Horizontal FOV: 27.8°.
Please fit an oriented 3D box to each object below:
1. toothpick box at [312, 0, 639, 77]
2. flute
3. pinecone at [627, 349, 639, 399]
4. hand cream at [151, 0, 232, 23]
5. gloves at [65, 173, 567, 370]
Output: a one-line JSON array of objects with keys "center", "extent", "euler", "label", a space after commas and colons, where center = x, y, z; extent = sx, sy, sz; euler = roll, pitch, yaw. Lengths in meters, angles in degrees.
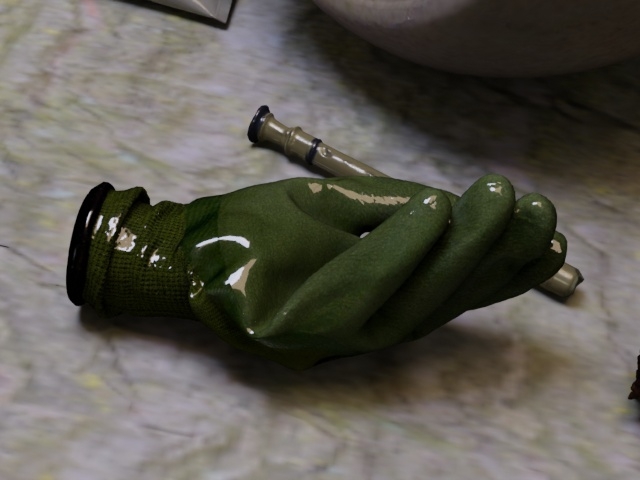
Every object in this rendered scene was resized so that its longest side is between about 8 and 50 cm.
[{"center": [0.184, -0.315, 0.864], "extent": [0.425, 0.409, 0.409], "euler": [-23, 52, -37], "label": "toothpick box"}, {"center": [0.056, -0.024, 0.803], "extent": [0.233, 0.027, 0.027], "euler": [29, 46, 18], "label": "flute"}, {"center": [0.211, 0.074, 0.698], "extent": [0.083, 0.077, 0.077], "euler": [37, 48, 13], "label": "pinecone"}, {"center": [-0.151, -0.211, 0.946], "extent": [0.186, 0.054, 0.087], "euler": [15, 47, -5], "label": "hand cream"}, {"center": [-0.003, 0.011, 0.698], "extent": [0.268, 0.107, 0.135], "euler": [-3, 34, 11], "label": "gloves"}]
